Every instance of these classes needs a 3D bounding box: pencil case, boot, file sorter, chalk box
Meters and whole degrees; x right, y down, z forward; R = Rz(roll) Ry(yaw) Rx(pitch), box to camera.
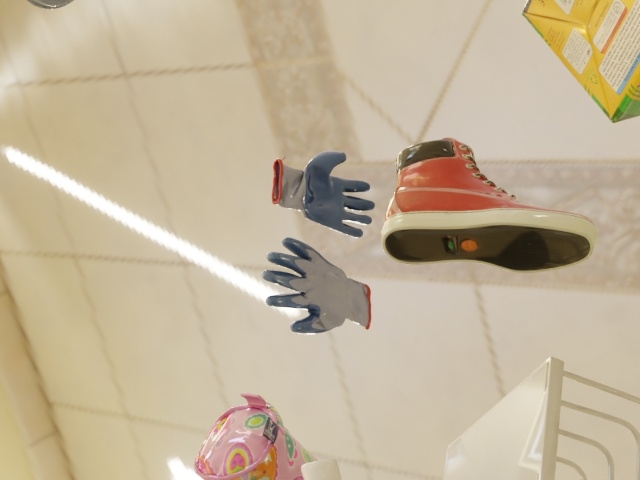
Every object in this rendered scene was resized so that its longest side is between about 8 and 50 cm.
[{"bbox_3d":[-0.026,0.301,1.814,0.124,0.124,0.284,5,144,47],"label":"pencil case"},{"bbox_3d":[0.201,-0.054,1.792,0.244,0.176,0.088,4,137,10],"label":"boot"},{"bbox_3d":[0.274,0.302,1.841,0.173,0.192,0.277,19,145,-13],"label":"file sorter"},{"bbox_3d":[0.291,-0.198,1.191,0.132,0.213,0.132,56,148,28],"label":"chalk box"}]

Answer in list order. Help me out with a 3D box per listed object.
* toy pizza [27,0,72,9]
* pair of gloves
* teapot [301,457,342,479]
[{"bbox_3d":[-0.298,-0.357,1.710,0.032,0.201,0.201,13,122,25],"label":"toy pizza"},{"bbox_3d":[0.000,0.000,1.550,0.023,0.159,0.198,-11,73,38],"label":"pair of gloves"},{"bbox_3d":[0.041,0.310,1.193,0.256,0.252,0.187,10,121,31],"label":"teapot"}]
